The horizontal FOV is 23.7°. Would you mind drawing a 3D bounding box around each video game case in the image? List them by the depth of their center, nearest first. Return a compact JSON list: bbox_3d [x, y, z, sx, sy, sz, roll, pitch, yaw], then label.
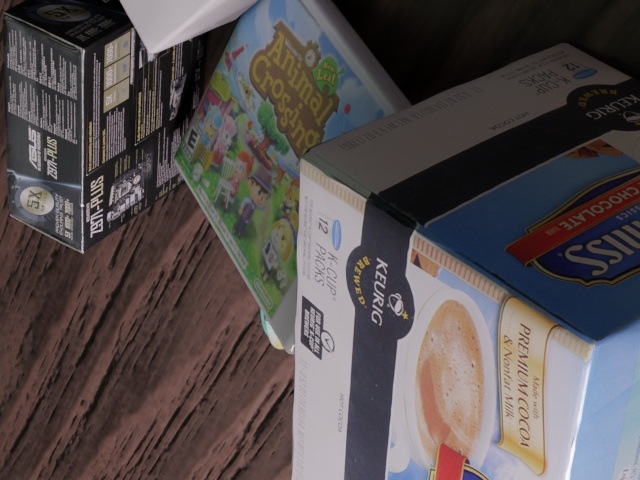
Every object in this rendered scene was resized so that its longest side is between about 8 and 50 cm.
[{"bbox_3d":[-0.021,-0.063,1.051,0.212,0.023,0.193,57,131,38],"label":"video game case"}]

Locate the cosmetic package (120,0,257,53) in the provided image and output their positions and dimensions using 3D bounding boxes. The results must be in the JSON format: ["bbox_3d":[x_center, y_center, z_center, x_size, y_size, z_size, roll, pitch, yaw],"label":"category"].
[{"bbox_3d":[-0.047,-0.326,0.924,0.377,0.097,0.284,-29,92,46],"label":"cosmetic package"}]

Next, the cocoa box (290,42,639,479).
[{"bbox_3d":[0.138,0.099,0.949,0.228,0.231,0.347,36,137,38],"label":"cocoa box"}]

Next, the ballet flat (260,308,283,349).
[{"bbox_3d":[0.000,0.000,1.142,0.079,0.077,0.221,21,125,25],"label":"ballet flat"}]

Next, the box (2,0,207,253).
[{"bbox_3d":[-0.159,-0.107,1.143,0.077,0.147,0.180,26,132,23],"label":"box"}]
